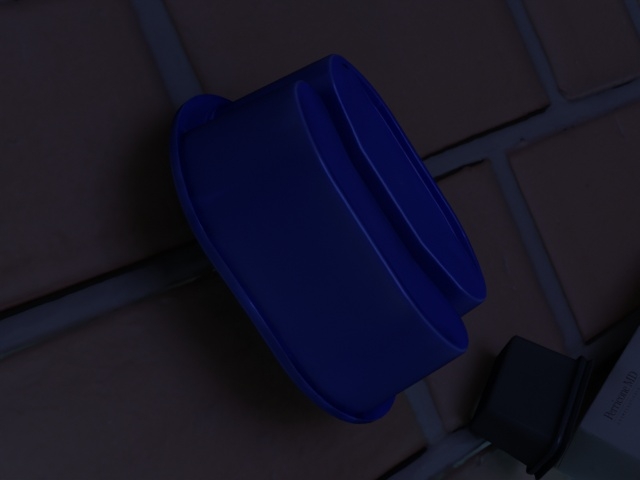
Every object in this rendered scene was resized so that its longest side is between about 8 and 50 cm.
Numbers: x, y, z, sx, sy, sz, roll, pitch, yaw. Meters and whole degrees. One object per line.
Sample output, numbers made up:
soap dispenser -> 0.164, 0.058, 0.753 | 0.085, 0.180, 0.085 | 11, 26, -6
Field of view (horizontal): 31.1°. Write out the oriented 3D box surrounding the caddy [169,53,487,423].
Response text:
caddy -> 0.000, 0.000, 1.045 | 0.341, 0.179, 0.241 | 57, 24, -8

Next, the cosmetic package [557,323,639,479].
cosmetic package -> 0.486, 0.193, 1.339 | 0.284, 0.097, 0.377 | 31, 47, 17

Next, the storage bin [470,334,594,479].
storage bin -> 0.221, 0.173, 1.231 | 0.091, 0.098, 0.135 | 28, 54, 3
